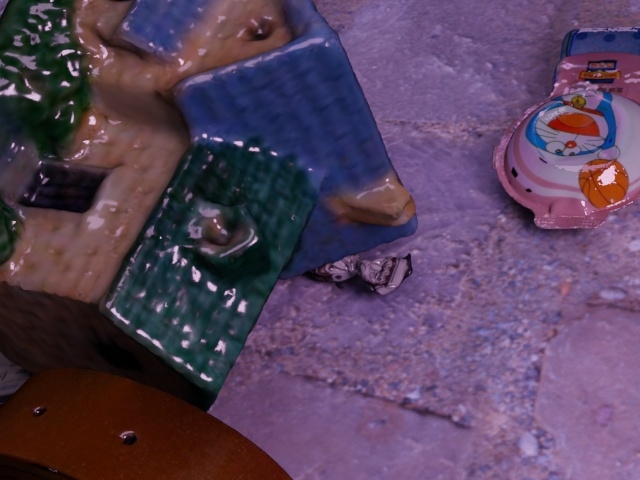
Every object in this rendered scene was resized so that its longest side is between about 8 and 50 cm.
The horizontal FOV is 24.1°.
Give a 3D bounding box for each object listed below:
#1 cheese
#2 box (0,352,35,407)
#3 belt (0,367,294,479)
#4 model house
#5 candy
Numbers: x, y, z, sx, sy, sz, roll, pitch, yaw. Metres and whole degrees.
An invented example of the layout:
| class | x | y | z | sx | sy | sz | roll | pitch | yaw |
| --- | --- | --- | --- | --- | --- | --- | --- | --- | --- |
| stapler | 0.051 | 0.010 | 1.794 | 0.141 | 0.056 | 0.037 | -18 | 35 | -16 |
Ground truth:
| class | x | y | z | sx | sy | sz | roll | pitch | yaw |
| --- | --- | --- | --- | --- | --- | --- | --- | --- | --- |
| cheese | 0.276 | -0.119 | 1.539 | 0.189 | 0.074 | 0.286 | 3 | 52 | 21 |
| box | -0.358 | 0.115 | 1.534 | 0.350 | 0.058 | 0.211 | -10 | 44 | 8 |
| belt | -0.157 | 0.228 | 1.228 | 0.338 | 0.217 | 0.122 | 12 | 44 | 34 |
| model house | -0.118 | -0.056 | 1.370 | 0.342 | 0.335 | 0.382 | 13 | 60 | 28 |
| candy | 0.000 | 0.000 | 1.536 | 0.094 | 0.051 | 0.226 | -38 | 45 | -25 |
